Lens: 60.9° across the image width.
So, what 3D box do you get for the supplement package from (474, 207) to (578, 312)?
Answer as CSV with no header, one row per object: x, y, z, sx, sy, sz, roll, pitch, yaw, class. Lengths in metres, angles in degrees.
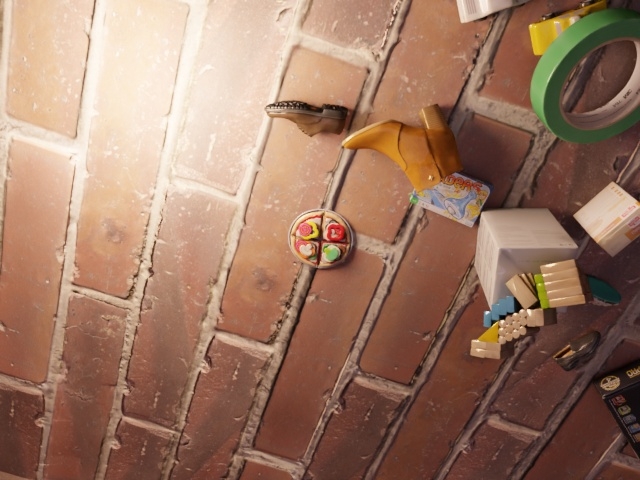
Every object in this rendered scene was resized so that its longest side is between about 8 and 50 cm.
0.557,0.048,1.514,0.199,0.263,0.198,0,116,5,supplement package

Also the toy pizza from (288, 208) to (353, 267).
0.000,0.000,1.667,0.201,0.032,0.201,2,115,4,toy pizza

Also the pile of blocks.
0.529,0.175,1.388,0.112,0.149,0.362,4,139,-46,pile of blocks

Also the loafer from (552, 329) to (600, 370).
0.822,0.347,1.745,0.061,0.062,0.170,32,112,-5,loafer

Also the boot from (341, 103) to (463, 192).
0.224,-0.226,1.475,0.295,0.104,0.211,-18,92,5,boot

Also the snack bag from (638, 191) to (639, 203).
1.054,-0.182,1.490,0.323,0.037,0.343,-3,115,7,snack bag

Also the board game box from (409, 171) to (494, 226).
0.376,-0.137,1.568,0.201,0.035,0.136,21,115,-5,board game box

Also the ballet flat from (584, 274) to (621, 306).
0.784,0.142,1.652,0.240,0.091,0.077,23,145,-2,ballet flat

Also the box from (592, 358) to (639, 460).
1.138,0.553,1.795,0.318,0.097,0.395,-31,109,14,box

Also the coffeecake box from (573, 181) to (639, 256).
0.797,-0.061,1.485,0.068,0.185,0.142,38,113,-12,coffeecake box

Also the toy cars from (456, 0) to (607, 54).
0.525,-0.559,1.329,0.393,0.087,0.177,21,115,-5,toy cars

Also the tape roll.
0.689,-0.396,1.342,0.321,0.077,0.321,-5,130,-6,tape roll

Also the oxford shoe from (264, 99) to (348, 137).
-0.044,-0.328,1.491,0.227,0.083,0.096,9,120,2,oxford shoe
